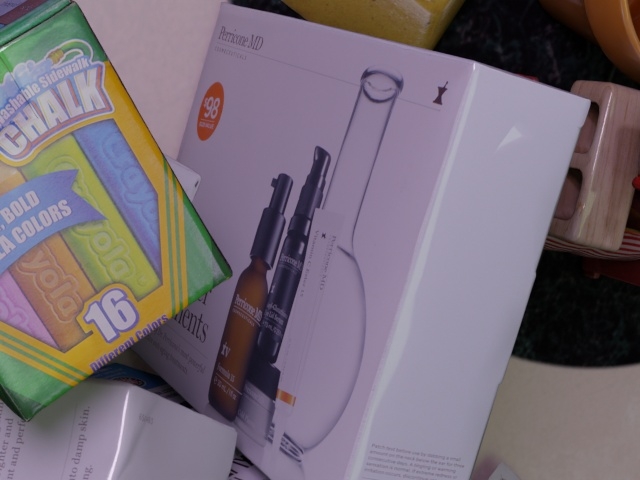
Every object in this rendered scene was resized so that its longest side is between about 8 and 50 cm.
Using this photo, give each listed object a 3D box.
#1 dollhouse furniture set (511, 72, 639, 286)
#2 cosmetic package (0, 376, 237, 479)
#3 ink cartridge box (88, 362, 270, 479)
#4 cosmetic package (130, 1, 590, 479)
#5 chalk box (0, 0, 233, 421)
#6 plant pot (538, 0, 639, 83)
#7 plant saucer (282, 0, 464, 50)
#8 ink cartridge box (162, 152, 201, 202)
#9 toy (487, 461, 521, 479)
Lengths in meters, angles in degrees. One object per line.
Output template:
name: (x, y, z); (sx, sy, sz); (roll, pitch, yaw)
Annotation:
dollhouse furniture set: (0.257, -0.028, 1.107); (0.201, 0.374, 0.152); (12, 94, -26)
cosmetic package: (-0.270, 0.181, 0.875); (0.156, 0.385, 0.217); (41, 57, -64)
ink cartridge box: (-0.102, 0.227, 1.022); (0.198, 0.270, 0.197); (-10, 113, -65)
cosmetic package: (0.000, 0.000, 0.984); (0.097, 0.377, 0.284); (15, 96, -29)
chalk box: (-0.166, -0.043, 0.718); (0.132, 0.132, 0.213); (-36, 113, -16)
plant pot: (0.270, -0.225, 1.163); (0.205, 0.188, 0.205); (-6, 106, -24)
plant saucer: (0.054, -0.332, 1.092); (0.332, 0.081, 0.333); (34, 87, -29)
ink cartridge box: (-0.230, -0.055, 0.917); (0.201, 0.278, 0.117); (28, 88, -29)
toy: (0.126, 0.330, 1.317); (0.237, 0.056, 0.137); (-49, 115, -12)
